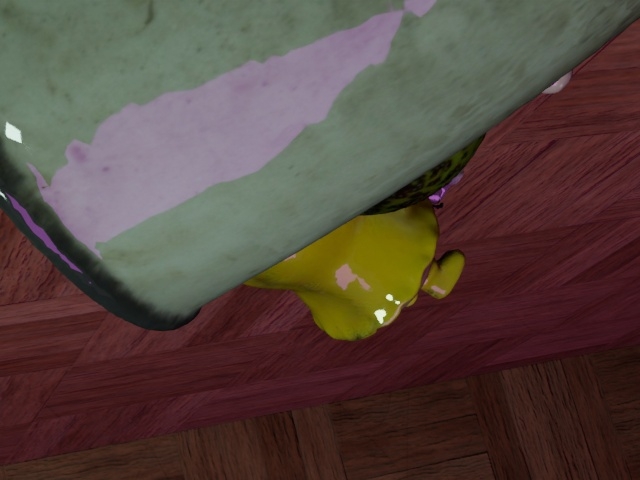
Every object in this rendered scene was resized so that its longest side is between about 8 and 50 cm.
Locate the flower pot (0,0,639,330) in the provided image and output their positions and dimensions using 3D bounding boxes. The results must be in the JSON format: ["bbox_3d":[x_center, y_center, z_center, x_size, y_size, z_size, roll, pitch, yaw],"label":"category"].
[{"bbox_3d":[0.004,-0.157,0.565,0.330,0.293,0.293,-26,162,9],"label":"flower pot"}]

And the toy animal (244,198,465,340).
[{"bbox_3d":[0.003,-0.001,0.981,0.230,0.156,0.156,20,145,-34],"label":"toy animal"}]

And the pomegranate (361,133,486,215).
[{"bbox_3d":[0.029,-0.156,0.817,0.204,0.276,0.222,20,179,23],"label":"pomegranate"}]

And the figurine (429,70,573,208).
[{"bbox_3d":[0.095,-0.140,0.980,0.144,0.182,0.256,-56,-177,-37],"label":"figurine"}]
